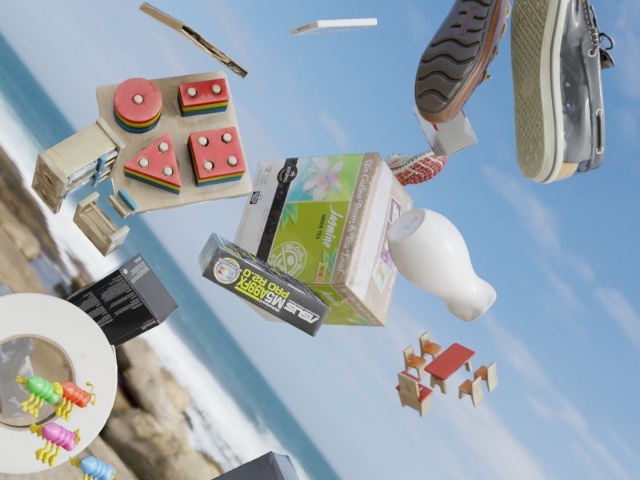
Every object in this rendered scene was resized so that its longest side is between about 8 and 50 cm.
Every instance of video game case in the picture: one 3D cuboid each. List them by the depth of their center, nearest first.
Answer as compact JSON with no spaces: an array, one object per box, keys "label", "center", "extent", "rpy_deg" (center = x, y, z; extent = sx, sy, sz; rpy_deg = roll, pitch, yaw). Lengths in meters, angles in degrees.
[{"label":"video game case","center":[0.037,-0.608,2.427],"extent":[0.173,0.191,0.022],"rpy_deg":[11,-71,63]}]

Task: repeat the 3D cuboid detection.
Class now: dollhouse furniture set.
[{"label":"dollhouse furniture set","center":[-0.370,-0.078,1.429],"extent":[0.183,0.129,0.129],"rpy_deg":[49,-32,2]},{"label":"dollhouse furniture set","center":[0.342,0.381,2.474],"extent":[0.262,0.259,0.135],"rpy_deg":[22,-45,41]}]

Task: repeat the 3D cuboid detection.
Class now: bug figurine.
[{"label":"bug figurine","center":[-0.506,0.368,1.714],"extent":[0.279,0.072,0.216],"rpy_deg":[58,6,37]}]

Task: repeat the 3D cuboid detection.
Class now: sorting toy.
[{"label":"sorting toy","center":[-0.275,-0.198,1.609],"extent":[0.089,0.256,0.257],"rpy_deg":[133,-55,-71]}]

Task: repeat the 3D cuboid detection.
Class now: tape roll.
[{"label":"tape roll","center":[-0.640,0.306,1.847],"extent":[0.392,0.392,0.072],"rpy_deg":[54,-24,-9]}]

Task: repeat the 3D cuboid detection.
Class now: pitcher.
[{"label":"pitcher","center":[0.201,0.036,1.539],"extent":[0.207,0.125,0.178],"rpy_deg":[47,-9,-25]}]

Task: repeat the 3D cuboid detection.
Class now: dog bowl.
[{"label":"dog bowl","center":[-0.795,0.288,2.134],"extent":[0.349,0.102,0.348],"rpy_deg":[37,-45,48]}]

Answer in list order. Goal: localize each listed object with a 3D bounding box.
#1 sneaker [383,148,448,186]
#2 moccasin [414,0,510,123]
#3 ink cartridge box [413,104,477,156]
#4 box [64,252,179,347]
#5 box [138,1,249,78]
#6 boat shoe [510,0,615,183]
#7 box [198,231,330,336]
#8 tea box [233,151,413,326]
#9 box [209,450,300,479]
[{"label":"sneaker","center":[0.210,-0.189,2.132],"extent":[0.088,0.225,0.092],"rpy_deg":[45,30,-52]},{"label":"moccasin","center":[0.294,-0.385,1.728],"extent":[0.139,0.380,0.147],"rpy_deg":[5,-31,27]},{"label":"ink cartridge box","center":[0.267,-0.254,1.851],"extent":[0.127,0.072,0.175],"rpy_deg":[63,2,-6]},{"label":"box","center":[-0.538,0.173,2.288],"extent":[0.184,0.261,0.103],"rpy_deg":[57,35,-9]},{"label":"box","center":[-0.238,-0.376,1.597],"extent":[0.164,0.021,0.201],"rpy_deg":[32,4,-40]},{"label":"boat shoe","center":[0.468,-0.358,1.631],"extent":[0.187,0.156,0.499],"rpy_deg":[178,-89,-78]},{"label":"box","center":[-0.108,0.072,1.517],"extent":[0.216,0.060,0.270],"rpy_deg":[29,0,-12]},{"label":"tea box","center":[0.000,0.000,1.913],"extent":[0.324,0.328,0.220],"rpy_deg":[-1,-29,29]},{"label":"box","center":[-0.214,0.668,2.068],"extent":[0.312,0.343,0.178],"rpy_deg":[70,-6,-73]}]
